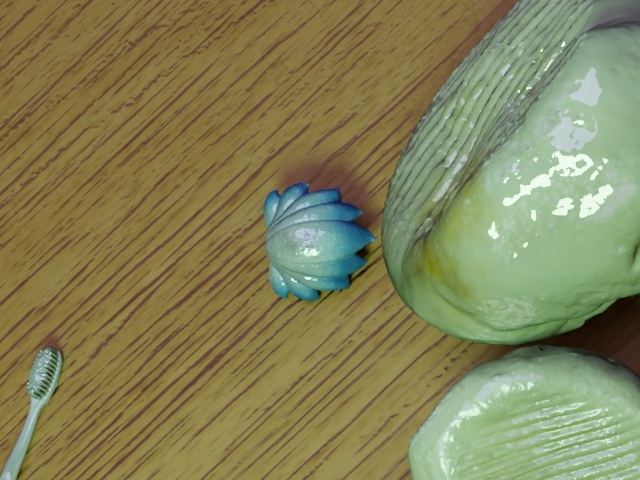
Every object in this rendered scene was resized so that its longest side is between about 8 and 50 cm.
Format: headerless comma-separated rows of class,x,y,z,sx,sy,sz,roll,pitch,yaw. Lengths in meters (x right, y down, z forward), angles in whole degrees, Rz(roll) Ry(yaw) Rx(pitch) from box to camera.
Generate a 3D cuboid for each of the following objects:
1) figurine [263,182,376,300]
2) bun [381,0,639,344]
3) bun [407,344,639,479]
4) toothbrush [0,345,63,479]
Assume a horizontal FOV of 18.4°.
figurine,0.000,0.000,1.810,0.114,0.079,0.114,-1,85,11
bun,0.214,-0.065,1.635,0.219,0.365,0.365,36,85,-13
bun,0.183,0.179,1.616,0.231,0.133,0.231,-1,105,-2
toothbrush,-0.302,0.244,1.859,0.025,0.029,0.307,13,76,18
